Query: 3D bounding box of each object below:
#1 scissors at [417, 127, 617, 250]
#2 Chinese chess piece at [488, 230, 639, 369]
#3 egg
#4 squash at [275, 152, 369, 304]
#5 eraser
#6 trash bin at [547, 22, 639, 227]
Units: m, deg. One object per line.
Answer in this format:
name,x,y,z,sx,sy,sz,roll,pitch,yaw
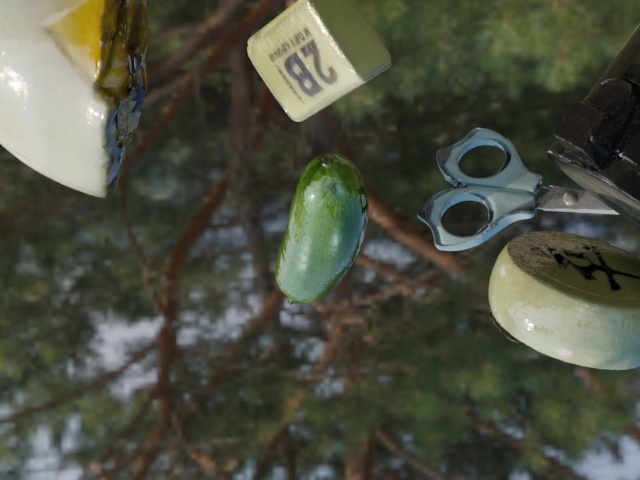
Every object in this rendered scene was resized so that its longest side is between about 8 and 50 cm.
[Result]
scissors,0.301,-0.059,1.952,0.360,0.191,0.029,6,153,32
Chinese chess piece,0.264,0.057,1.493,0.188,0.083,0.188,13,-157,-6
egg,-0.247,-0.172,1.267,0.174,0.286,0.264,-3,147,-15
squash,0.000,0.000,1.969,0.107,0.107,0.395,-2,156,-11
eraser,-0.006,-0.208,1.646,0.058,0.117,0.172,-39,-172,-29
trash bin,0.392,-0.154,1.470,0.252,0.301,0.203,34,-177,-37
